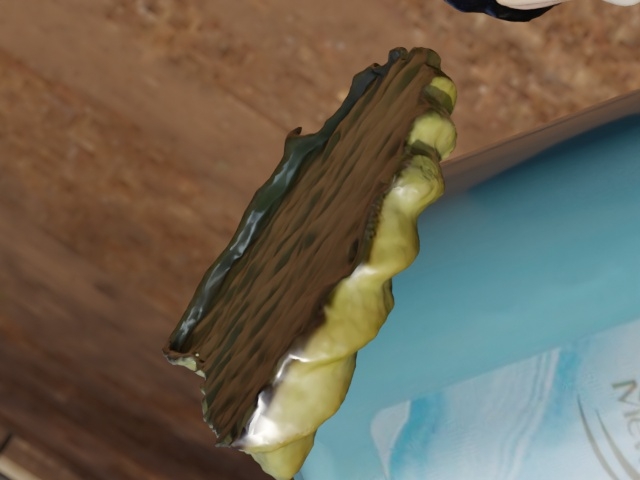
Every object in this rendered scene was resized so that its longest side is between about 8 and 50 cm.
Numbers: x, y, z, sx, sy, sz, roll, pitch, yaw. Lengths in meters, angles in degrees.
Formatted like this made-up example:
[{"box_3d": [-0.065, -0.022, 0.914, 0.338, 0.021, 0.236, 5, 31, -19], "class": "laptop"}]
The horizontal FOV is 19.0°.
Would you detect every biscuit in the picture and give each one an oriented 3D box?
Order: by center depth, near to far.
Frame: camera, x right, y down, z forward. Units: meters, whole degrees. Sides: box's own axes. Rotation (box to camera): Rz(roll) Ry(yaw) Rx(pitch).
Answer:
[{"box_3d": [0.000, 0.000, 0.817, 0.036, 0.187, 0.273, 30, -177, -11], "class": "biscuit"}]

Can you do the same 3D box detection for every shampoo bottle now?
[{"box_3d": [0.150, 0.097, 1.128, 0.331, 0.343, 0.331, 161, 90, -86], "class": "shampoo bottle"}]

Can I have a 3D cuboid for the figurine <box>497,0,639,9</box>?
[{"box_3d": [0.179, -0.151, 0.835, 0.141, 0.162, 0.237, 1, -173, 44], "class": "figurine"}]

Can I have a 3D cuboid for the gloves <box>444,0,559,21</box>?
[{"box_3d": [0.150, -0.243, 1.045, 0.197, 0.301, 0.152, 15, -142, -8], "class": "gloves"}]
